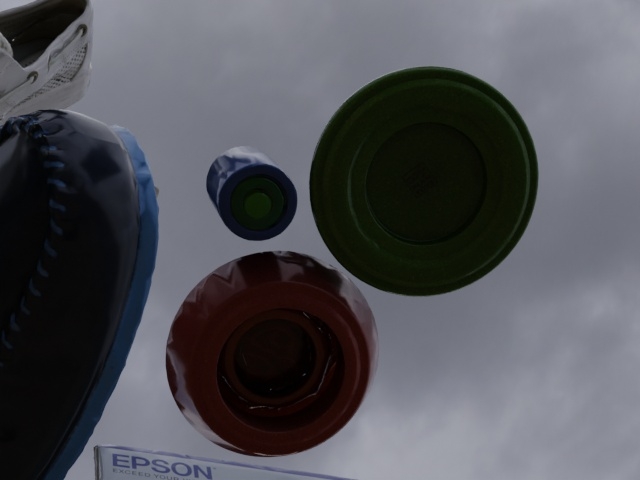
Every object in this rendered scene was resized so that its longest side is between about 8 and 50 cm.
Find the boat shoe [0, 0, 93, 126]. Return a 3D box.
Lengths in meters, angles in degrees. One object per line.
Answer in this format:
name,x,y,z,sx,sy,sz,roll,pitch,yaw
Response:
boat shoe,-0.268,-0.126,1.075,0.098,0.277,0.096,30,-54,13

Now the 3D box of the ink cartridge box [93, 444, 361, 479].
ink cartridge box,0.029,0.245,0.793,0.324,0.330,0.071,11,-70,-13

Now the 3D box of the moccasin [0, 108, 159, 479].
moccasin,-0.189,0.083,0.560,0.117,0.137,0.342,18,-58,-38

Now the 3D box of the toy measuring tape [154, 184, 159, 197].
toy measuring tape,-0.251,0.039,1.203,0.121,0.330,0.121,12,-64,25

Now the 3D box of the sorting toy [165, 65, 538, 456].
sorting toy,0.000,0.000,0.332,0.061,0.042,0.102,39,-86,-17
